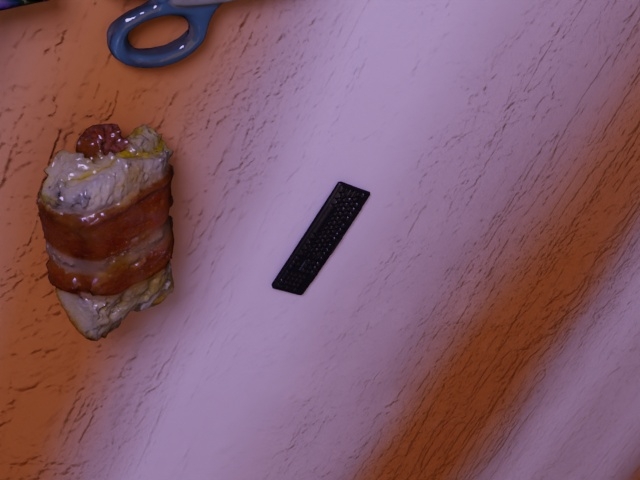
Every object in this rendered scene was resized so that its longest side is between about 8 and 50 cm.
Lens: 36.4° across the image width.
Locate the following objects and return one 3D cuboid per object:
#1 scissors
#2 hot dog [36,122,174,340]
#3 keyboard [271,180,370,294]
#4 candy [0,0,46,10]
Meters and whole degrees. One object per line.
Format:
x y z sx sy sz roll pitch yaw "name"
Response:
-0.059 -0.242 0.870 0.289 0.041 0.138 -19 135 -13 "scissors"
-0.203 -0.012 0.927 0.146 0.103 0.213 -25 135 -44 "hot dog"
0.000 0.000 1.131 0.053 0.010 0.155 16 116 -41 "keyboard"
-0.257 -0.305 0.677 0.088 0.061 0.312 -18 133 -22 "candy"
